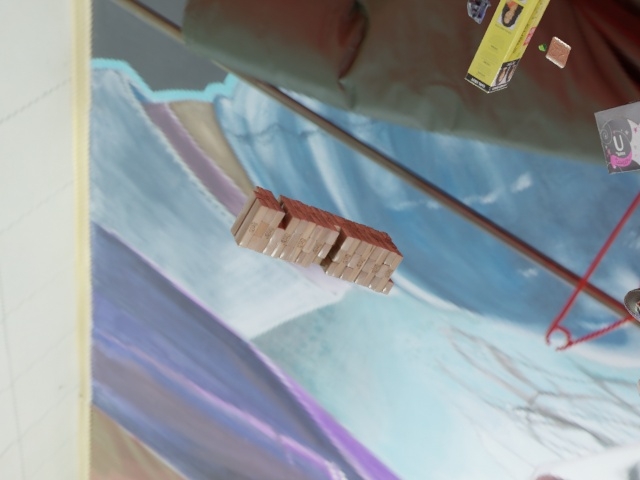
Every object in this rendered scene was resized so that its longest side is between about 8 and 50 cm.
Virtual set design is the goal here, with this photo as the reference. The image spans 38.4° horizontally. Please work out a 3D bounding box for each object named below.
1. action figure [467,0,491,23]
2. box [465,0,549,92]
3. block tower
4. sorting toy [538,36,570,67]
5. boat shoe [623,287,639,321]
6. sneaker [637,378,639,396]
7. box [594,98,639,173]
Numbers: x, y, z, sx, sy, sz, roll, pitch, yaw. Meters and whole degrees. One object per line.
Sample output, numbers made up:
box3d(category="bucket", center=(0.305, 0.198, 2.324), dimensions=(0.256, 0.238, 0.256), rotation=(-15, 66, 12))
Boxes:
box3d(category="action figure", center=(0.407, -0.607, 2.022), dimensions=(0.330, 0.178, 0.341), rotation=(-13, 135, -33))
box3d(category="box", center=(0.339, -0.377, 1.611), dimensions=(0.087, 0.058, 0.232), rotation=(-23, 143, -51))
box3d(category="block tower", center=(0.000, 0.000, 1.703), dimensions=(0.335, 0.091, 0.097), rotation=(21, 111, -31))
box3d(category="sorting toy", center=(0.583, -0.476, 2.296), dimensions=(0.062, 0.083, 0.012), rotation=(-66, -163, -15))
box3d(category="boat shoe", center=(0.624, 0.123, 1.714), dimensions=(0.075, 0.065, 0.206), rotation=(-60, -161, 4))
box3d(category="sneaker", center=(0.586, 0.187, 1.282), dimensions=(0.105, 0.281, 0.115), rotation=(-74, 159, -70))
box3d(category="box", center=(0.774, -0.251, 2.125), dimensions=(0.142, 0.164, 0.247), rotation=(-16, -176, -17))
